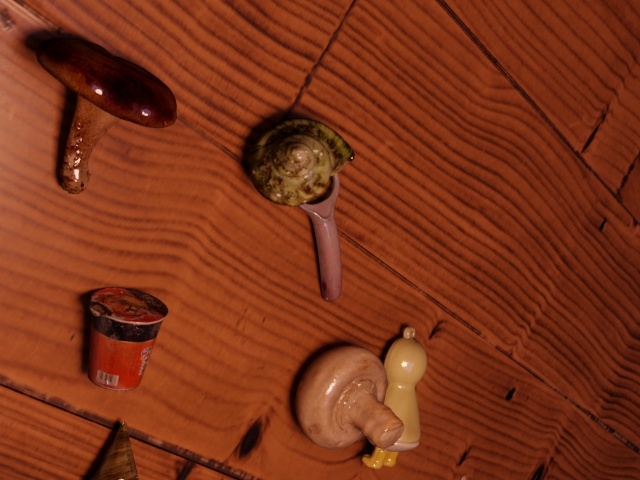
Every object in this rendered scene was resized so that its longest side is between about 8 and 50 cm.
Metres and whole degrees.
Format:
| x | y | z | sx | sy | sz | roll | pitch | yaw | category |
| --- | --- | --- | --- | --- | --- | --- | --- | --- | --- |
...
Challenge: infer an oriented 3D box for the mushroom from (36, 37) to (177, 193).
| x | y | z | sx | sy | sz | roll | pitch | yaw | category |
| --- | --- | --- | --- | --- | --- | --- | --- | --- | --- |
| -0.341 | -0.168 | 1.345 | 0.227 | 0.148 | 0.217 | 26 | 104 | -36 | mushroom |

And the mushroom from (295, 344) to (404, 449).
| x | y | z | sx | sy | sz | roll | pitch | yaw | category |
| --- | --- | --- | --- | --- | --- | --- | --- | --- | --- |
| 0.047 | 0.313 | 1.765 | 0.206 | 0.209 | 0.206 | -5 | 118 | -10 | mushroom |

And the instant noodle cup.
| x | y | z | sx | sy | sz | roll | pitch | yaw | category |
| --- | --- | --- | --- | --- | --- | --- | --- | --- | --- |
| -0.317 | 0.161 | 1.473 | 0.127 | 0.127 | 0.135 | 0 | 113 | -39 | instant noodle cup |

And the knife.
| x | y | z | sx | sy | sz | roll | pitch | yaw | category |
| --- | --- | --- | --- | --- | --- | --- | --- | --- | --- |
| 0.001 | 0.001 | 1.709 | 0.123 | 0.053 | 0.278 | -23 | 117 | -25 | knife |

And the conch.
| x | y | z | sx | sy | sz | roll | pitch | yaw | category |
| --- | --- | --- | --- | --- | --- | --- | --- | --- | --- |
| -0.031 | -0.141 | 1.553 | 0.187 | 0.181 | 0.124 | -20 | 118 | -7 | conch |

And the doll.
| x | y | z | sx | sy | sz | roll | pitch | yaw | category |
| --- | --- | --- | --- | --- | --- | --- | --- | --- | --- |
| 0.155 | 0.324 | 1.911 | 0.141 | 0.117 | 0.296 | 12 | 84 | -47 | doll |

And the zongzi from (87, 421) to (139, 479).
| x | y | z | sx | sy | sz | roll | pitch | yaw | category |
| --- | --- | --- | --- | --- | --- | --- | --- | --- | --- |
| -0.408 | 0.447 | 1.519 | 0.248 | 0.111 | 0.241 | -15 | 96 | -28 | zongzi |
